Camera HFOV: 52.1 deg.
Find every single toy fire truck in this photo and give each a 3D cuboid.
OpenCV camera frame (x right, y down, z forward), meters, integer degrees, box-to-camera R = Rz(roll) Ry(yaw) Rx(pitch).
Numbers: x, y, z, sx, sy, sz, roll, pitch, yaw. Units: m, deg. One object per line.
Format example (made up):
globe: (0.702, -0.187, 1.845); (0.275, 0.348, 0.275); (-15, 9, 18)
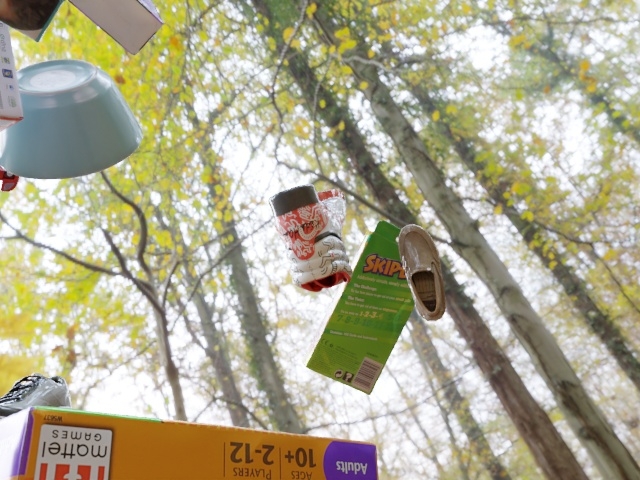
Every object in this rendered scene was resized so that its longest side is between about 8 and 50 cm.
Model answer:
toy fire truck: (-0.801, -0.125, 1.502); (0.192, 0.047, 0.135); (5, -56, -36)

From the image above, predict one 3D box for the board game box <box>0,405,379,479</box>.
board game box: (-0.184, 0.375, 0.598); (0.357, 0.356, 0.356); (20, -33, -39)

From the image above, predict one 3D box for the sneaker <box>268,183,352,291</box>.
sneaker: (-0.001, 0.000, 0.979); (0.090, 0.144, 0.270); (-18, -3, 11)

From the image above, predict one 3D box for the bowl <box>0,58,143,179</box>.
bowl: (-0.550, -0.277, 1.397); (0.312, 0.311, 0.163); (-13, -49, -17)

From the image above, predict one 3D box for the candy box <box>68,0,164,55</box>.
candy box: (-0.331, -0.384, 0.969); (0.070, 0.196, 0.165); (-43, -49, 10)

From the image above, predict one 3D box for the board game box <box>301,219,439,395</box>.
board game box: (0.082, 0.105, 1.039); (0.124, 0.039, 0.259); (27, -90, -19)

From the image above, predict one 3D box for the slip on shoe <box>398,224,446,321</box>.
slip on shoe: (0.134, 0.040, 0.867); (0.052, 0.135, 0.041); (-12, -16, 11)

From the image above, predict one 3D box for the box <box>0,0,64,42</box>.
box: (-0.225, -0.209, 0.311); (0.244, 0.060, 0.100); (28, -49, -31)

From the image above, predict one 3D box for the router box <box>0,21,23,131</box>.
router box: (-0.664, -0.332, 1.146); (0.301, 0.335, 0.082); (-13, -4, 34)

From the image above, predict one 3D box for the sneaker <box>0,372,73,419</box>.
sneaker: (-0.513, 0.283, 1.121); (0.100, 0.107, 0.271); (-12, -11, 1)
